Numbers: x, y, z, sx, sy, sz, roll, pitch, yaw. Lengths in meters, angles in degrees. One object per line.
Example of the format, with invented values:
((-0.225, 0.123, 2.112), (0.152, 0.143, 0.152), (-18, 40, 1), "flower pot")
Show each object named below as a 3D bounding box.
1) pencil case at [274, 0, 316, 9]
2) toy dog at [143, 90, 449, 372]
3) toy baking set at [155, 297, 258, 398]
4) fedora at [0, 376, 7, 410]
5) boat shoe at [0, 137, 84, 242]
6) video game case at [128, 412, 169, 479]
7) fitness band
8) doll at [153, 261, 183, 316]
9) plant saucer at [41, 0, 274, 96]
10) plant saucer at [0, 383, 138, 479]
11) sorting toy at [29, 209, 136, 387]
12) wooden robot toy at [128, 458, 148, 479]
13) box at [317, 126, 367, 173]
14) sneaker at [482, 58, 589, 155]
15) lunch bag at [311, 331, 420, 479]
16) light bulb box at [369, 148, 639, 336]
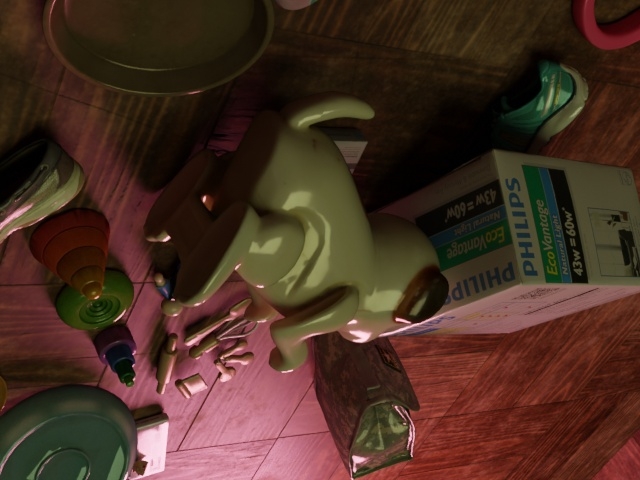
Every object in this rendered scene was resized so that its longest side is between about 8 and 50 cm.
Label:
((-0.085, -0.390, 1.169), (0.124, 0.124, 0.284), (-41, 143, 12), "pencil case")
((0.000, 0.000, 1.511), (0.408, 0.284, 0.395), (33, 91, -34), "toy dog")
((-0.205, 0.195, 1.840), (0.197, 0.030, 0.256), (-14, 141, -27), "toy baking set")
((-0.589, 0.287, 1.622), (0.194, 0.079, 0.194), (-20, 143, -16), "fedora")
((-0.452, -0.040, 1.327), (0.285, 0.103, 0.092), (-32, 139, -5), "boat shoe")
((-0.386, 0.420, 1.974), (0.173, 0.022, 0.190), (-13, 141, -24), "video game case")
((0.544, -0.427, 1.632), (0.291, 0.054, 0.209), (-32, 144, 2), "fitness band")
((-0.216, 0.057, 1.651), (0.129, 0.046, 0.189), (-5, 143, -43), "doll")
((-0.195, -0.271, 1.221), (0.278, 0.041, 0.278), (-7, 152, -4), "plant saucer")
((-0.464, 0.405, 1.788), (0.318, 0.044, 0.317), (-17, 120, -30), "plant saucer")
((-0.340, 0.115, 1.564), (0.127, 0.126, 0.365), (-22, 142, -13), "sorting toy")
((-0.398, 0.465, 1.931), (0.173, 0.079, 0.076), (3, 132, -39), "wooden robot toy")
((-0.024, -0.099, 1.616), (0.145, 0.038, 0.186), (-2, 135, -34), "box")
((0.336, -0.200, 1.731), (0.110, 0.107, 0.275), (27, 123, -17), "sneaker")
((0.085, 0.289, 1.981), (0.169, 0.235, 0.287), (-17, 142, -10), "lunch bag")
((0.313, 0.020, 1.733), (0.361, 0.225, 0.358), (3, 160, -39), "light bulb box")
